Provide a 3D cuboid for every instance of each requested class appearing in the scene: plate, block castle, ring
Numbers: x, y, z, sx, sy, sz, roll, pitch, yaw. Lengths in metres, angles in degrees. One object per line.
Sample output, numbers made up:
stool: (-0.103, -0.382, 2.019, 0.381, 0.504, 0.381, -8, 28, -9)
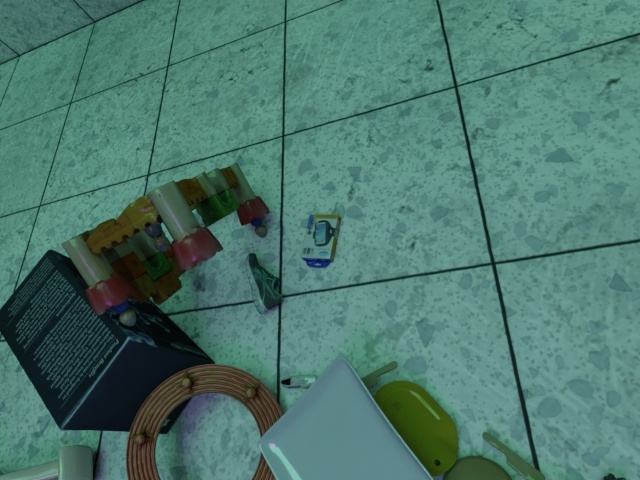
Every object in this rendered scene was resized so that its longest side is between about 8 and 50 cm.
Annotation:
plate: (0.040, 0.404, 0.805, 0.278, 0.045, 0.277, -50, 59, 16)
block castle: (-0.311, -0.005, 1.010, 0.302, 0.453, 0.213, -26, 100, 13)
ring: (-0.232, 0.429, 0.907, 0.336, 0.032, 0.337, 0, 73, -2)

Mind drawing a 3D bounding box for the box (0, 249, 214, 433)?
box: (-0.506, 0.241, 1.046, 0.395, 0.293, 0.212, 31, 82, 32)

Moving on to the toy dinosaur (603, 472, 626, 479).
toy dinosaur: (0.456, 0.427, 0.660, 0.268, 0.064, 0.118, 37, 75, 27)

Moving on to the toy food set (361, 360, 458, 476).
toy food set: (0.161, 0.345, 0.843, 0.128, 0.071, 0.218, -30, 56, -21)

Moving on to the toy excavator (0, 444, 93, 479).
toy excavator: (-0.811, 0.616, 1.021, 0.445, 0.432, 0.223, -43, 51, 34)

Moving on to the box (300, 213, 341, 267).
box: (0.000, 0.000, 1.097, 0.081, 0.028, 0.136, 1, 65, 24)

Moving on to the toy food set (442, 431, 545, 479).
toy food set: (0.271, 0.435, 0.745, 0.192, 0.039, 0.132, -39, 46, -18)

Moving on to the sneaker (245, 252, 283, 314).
sneaker: (-0.139, 0.100, 1.100, 0.076, 0.065, 0.167, -18, 62, -4)

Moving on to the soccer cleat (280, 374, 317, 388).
soccer cleat: (-0.049, 0.308, 0.964, 0.083, 0.035, 0.029, -11, 62, 19)
